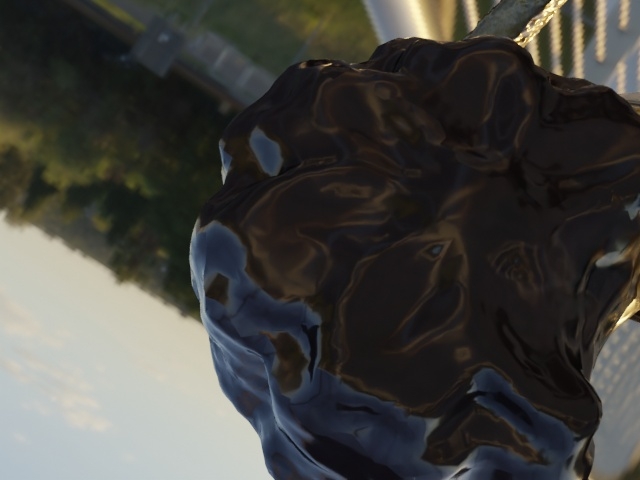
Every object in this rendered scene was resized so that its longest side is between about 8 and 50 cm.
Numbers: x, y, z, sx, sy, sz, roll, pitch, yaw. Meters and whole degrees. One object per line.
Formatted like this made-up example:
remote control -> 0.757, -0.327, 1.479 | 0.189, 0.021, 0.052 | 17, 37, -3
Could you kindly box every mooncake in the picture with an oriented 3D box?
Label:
mooncake -> 0.085, 0.023, 0.958 | 0.350, 0.381, 0.212 | 14, 150, 5

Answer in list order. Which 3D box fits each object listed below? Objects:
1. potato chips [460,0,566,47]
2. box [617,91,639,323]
potato chips -> 0.225, -0.252, 1.441 | 0.057, 0.407, 0.080 | 51, -140, 10
box -> 0.430, -0.030, 1.311 | 0.283, 0.214, 0.259 | -8, -161, -42
